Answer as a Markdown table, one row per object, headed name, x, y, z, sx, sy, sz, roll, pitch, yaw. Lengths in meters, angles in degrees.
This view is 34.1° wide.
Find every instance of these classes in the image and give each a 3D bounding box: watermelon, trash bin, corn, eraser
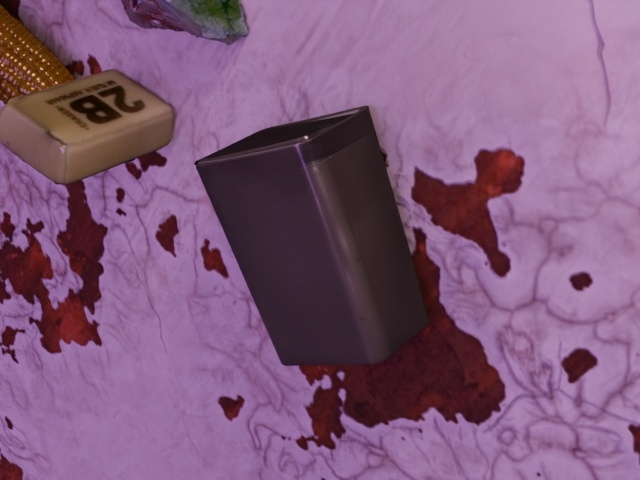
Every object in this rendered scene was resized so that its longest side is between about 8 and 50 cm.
| name | x | y | z | sx | sy | sz | roll | pitch | yaw |
| --- | --- | --- | --- | --- | --- | --- | --- | --- | --- |
| watermelon | -0.170 | -0.265 | 1.123 | 0.187 | 0.071 | 0.139 | 54 | 139 | 4 |
| trash bin | 0.000 | 0.000 | 1.079 | 0.164 | 0.122 | 0.240 | -8 | 108 | 42 |
| corn | -0.402 | -0.237 | 1.311 | 0.313 | 0.102 | 0.102 | 39 | 132 | 15 |
| eraser | -0.266 | -0.133 | 1.195 | 0.117 | 0.172 | 0.058 | 35 | 129 | 22 |
